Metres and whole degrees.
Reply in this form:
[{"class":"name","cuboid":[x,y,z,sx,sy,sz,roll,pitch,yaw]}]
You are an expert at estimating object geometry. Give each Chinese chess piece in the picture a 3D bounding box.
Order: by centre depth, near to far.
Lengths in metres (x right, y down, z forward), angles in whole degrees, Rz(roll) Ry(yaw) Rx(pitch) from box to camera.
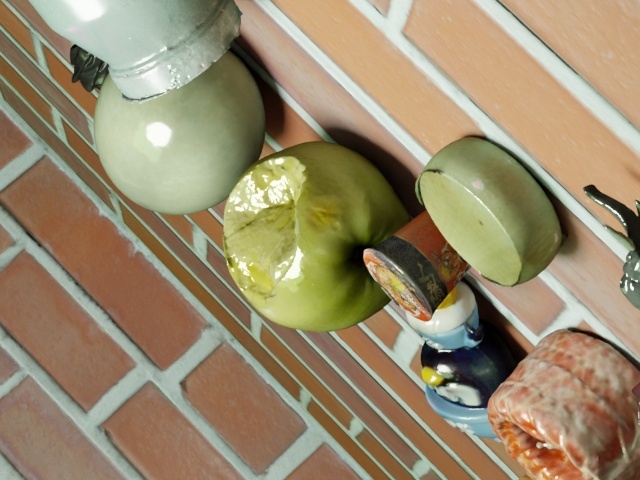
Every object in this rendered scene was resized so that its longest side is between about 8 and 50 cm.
[{"class":"Chinese chess piece","cuboid":[0.201,-0.035,1.697,0.188,0.083,0.188,46,164,17]}]

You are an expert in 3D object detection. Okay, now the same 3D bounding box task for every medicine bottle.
[{"class":"medicine bottle","cuboid":[-0.257,-0.346,1.846,0.290,0.245,0.245,56,163,-28]}]

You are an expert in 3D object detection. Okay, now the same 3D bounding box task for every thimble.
[{"class":"thimble","cuboid":[0.339,0.244,1.855,0.239,0.162,0.239,44,166,14]}]

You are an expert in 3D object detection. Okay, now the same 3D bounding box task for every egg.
[{"class":"egg","cuboid":[-0.212,-0.172,2.150,0.258,0.258,0.352,47,160,1]}]

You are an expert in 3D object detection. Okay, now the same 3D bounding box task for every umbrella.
[{"class":"umbrella","cuboid":[-0.394,-0.374,2.478,0.118,0.118,0.340,42,159,19]}]

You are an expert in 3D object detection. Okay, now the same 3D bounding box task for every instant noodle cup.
[{"class":"instant noodle cup","cuboid":[0.145,0.017,1.865,0.127,0.136,0.127,44,164,15]}]

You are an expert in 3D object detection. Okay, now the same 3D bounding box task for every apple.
[{"class":"apple","cuboid":[0.000,0.000,1.999,0.279,0.279,0.279,43,165,15]}]

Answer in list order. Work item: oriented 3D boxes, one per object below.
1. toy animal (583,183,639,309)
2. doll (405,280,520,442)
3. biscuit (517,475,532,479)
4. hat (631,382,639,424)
[{"class":"toy animal","cuboid":[0.367,0.056,1.450,0.269,0.082,0.137,54,163,-27]},{"class":"doll","cuboid":[0.212,0.183,2.106,0.177,0.141,0.314,20,146,53]},{"class":"biscuit","cuboid":[0.428,0.495,2.513,0.221,0.029,0.142,41,164,23]},{"class":"hat","cuboid":[0.424,0.199,1.502,0.205,0.089,0.205,12,-177,-1]}]
